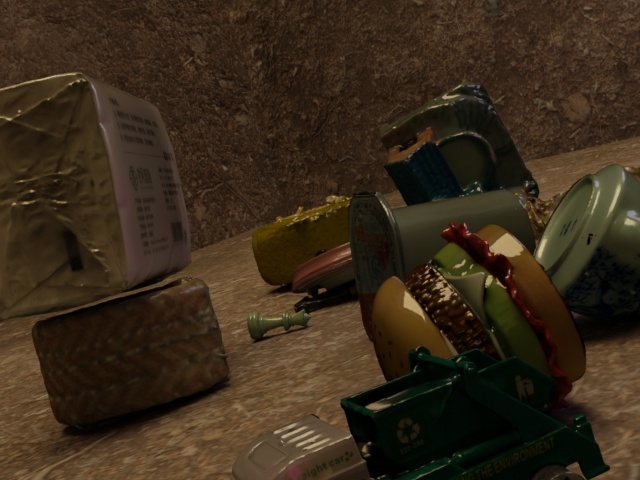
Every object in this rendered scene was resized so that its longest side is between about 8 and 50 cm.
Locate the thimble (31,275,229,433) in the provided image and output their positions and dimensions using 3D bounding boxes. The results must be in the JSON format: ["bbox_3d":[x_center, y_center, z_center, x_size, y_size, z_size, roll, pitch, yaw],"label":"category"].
[{"bbox_3d":[-0.239,0.141,1.240,0.229,0.148,0.196,-15,3,-10],"label":"thimble"}]

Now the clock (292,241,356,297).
[{"bbox_3d":[0.065,0.042,1.651,0.244,0.056,0.244,-21,-10,-4],"label":"clock"}]

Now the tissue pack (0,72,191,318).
[{"bbox_3d":[-0.300,-0.056,1.258,0.193,0.266,0.356,-11,1,5],"label":"tissue pack"}]

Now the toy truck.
[{"bbox_3d":[0.054,0.133,0.585,0.215,0.116,0.110,-18,6,-20],"label":"toy truck"}]

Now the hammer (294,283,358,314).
[{"bbox_3d":[0.053,0.082,1.587,0.200,0.021,0.078,-16,6,-5],"label":"hammer"}]

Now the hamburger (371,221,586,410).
[{"bbox_3d":[0.114,0.082,0.773,0.136,0.175,0.175,-31,7,-6],"label":"hamburger"}]

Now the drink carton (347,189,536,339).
[{"bbox_3d":[0.148,0.019,1.171,0.189,0.191,0.185,-11,3,-10],"label":"drink carton"}]

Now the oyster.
[{"bbox_3d":[0.428,-0.032,1.420,0.166,0.094,0.294,-34,22,-16],"label":"oyster"}]

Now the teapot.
[{"bbox_3d":[0.306,0.018,0.993,0.158,0.159,0.232,-17,-5,-8],"label":"teapot"}]

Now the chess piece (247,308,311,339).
[{"bbox_3d":[-0.060,0.120,1.455,0.093,0.042,0.042,-10,6,8],"label":"chess piece"}]

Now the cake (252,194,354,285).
[{"bbox_3d":[0.000,0.000,1.937,0.260,0.156,0.179,-22,1,-31],"label":"cake"}]

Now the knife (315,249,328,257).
[{"bbox_3d":[0.012,0.028,1.681,0.031,0.018,0.121,-24,-8,7],"label":"knife"}]

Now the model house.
[{"bbox_3d":[0.230,-0.079,1.573,0.194,0.267,0.325,-28,14,18],"label":"model house"}]
